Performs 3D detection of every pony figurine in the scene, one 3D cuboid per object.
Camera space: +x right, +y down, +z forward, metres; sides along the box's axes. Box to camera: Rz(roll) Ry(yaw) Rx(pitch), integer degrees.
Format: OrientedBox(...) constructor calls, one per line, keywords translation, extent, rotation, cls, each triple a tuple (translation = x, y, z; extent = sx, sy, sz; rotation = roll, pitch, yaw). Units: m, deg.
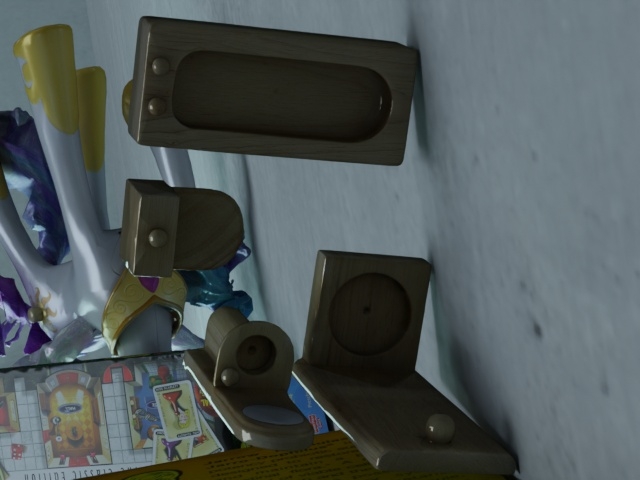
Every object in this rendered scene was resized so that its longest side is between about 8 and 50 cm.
OrientedBox(translation=(-0.181, 0.053, 1.461), extent=(0.351, 0.303, 0.363), rotation=(-28, 77, 57), cls="pony figurine")

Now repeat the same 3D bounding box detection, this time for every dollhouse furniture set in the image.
OrientedBox(translation=(0.000, 0.000, 0.756), extent=(0.123, 0.144, 0.151), rotation=(-140, 56, -69), cls="dollhouse furniture set")

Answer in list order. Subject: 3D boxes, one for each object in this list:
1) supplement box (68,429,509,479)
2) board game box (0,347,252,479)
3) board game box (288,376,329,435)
OrientedBox(translation=(0.000, 0.204, 0.707), extent=(0.356, 0.195, 0.194), rotation=(-152, 54, -79), cls="supplement box")
OrientedBox(translation=(-0.164, 0.150, 1.324), extent=(0.030, 0.260, 0.136), rotation=(-15, -83, -63), cls="board game box")
OrientedBox(translation=(-0.002, 0.213, 1.205), extent=(0.160, 0.039, 0.211), rotation=(97, 161, -60), cls="board game box")
